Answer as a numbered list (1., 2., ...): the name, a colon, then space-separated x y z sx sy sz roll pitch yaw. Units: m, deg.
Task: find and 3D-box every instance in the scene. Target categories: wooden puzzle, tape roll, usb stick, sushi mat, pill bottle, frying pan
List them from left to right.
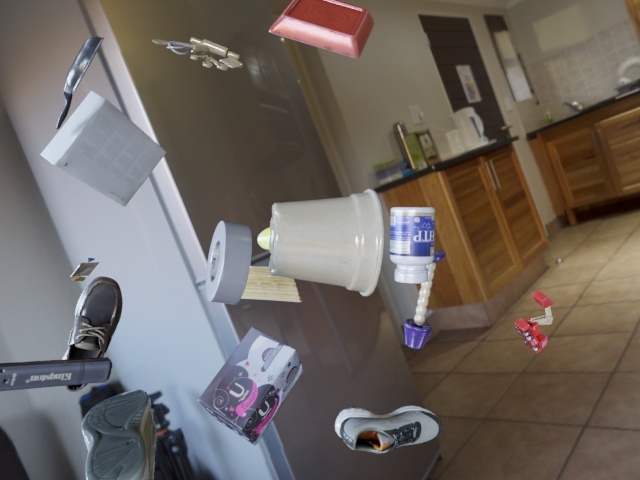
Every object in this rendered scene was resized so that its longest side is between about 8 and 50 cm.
1. usb stick: -0.676 0.337 1.183 0.278 0.077 0.045 9 22 -41
2. frying pan: -0.751 -0.507 1.443 0.053 0.197 0.326 29 -41 -31
3. wooden puzzle: -0.753 0.091 1.489 0.116 0.014 0.078 -42 -15 14
4. tape roll: -0.250 0.059 1.255 0.072 0.219 0.219 10 -9 -22
5. sushi mat: -0.221 0.155 1.690 0.316 0.151 0.019 -1 29 27
6. pill bottle: 0.231 0.010 1.177 0.112 0.187 0.112 0 4 0

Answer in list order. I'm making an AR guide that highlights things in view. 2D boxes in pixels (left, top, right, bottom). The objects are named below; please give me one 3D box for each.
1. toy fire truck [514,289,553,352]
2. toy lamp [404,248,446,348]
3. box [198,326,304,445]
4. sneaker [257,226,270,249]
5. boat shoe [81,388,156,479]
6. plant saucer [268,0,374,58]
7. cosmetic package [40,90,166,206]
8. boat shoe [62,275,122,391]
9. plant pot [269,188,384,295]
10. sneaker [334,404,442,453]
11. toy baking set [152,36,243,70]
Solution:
1. toy fire truck: 0.711 0.268 1.525 0.135 0.192 0.047 -39 28 2
2. toy lamp: 0.279 0.160 1.270 0.080 0.275 0.080 7 10 -1
3. box: -0.182 0.395 1.283 0.163 0.142 0.247 21 59 27
4. sneaker: -0.161 0.003 2.185 0.384 0.145 0.147 4 13 37
5. boat shoe: -0.347 0.366 0.824 0.118 0.103 0.320 -14 14 -23
6. plant saucer: 0.015 -0.627 1.324 0.048 0.259 0.258 104 -176 -47
7. cosmetic package: -0.789 -0.325 1.745 0.284 0.097 0.377 -57 -22 -8
8. boat shoe: -0.674 0.285 1.388 0.132 0.355 0.130 14 7 -29
9. plant pot: 0.000 0.000 1.431 0.305 0.334 0.334 3 0 -10
10. sneaker: 0.174 0.470 1.133 0.271 0.100 0.108 3 11 -15
11. toy baking set: -0.364 -0.581 1.423 0.197 0.256 0.030 -70 2 -59
